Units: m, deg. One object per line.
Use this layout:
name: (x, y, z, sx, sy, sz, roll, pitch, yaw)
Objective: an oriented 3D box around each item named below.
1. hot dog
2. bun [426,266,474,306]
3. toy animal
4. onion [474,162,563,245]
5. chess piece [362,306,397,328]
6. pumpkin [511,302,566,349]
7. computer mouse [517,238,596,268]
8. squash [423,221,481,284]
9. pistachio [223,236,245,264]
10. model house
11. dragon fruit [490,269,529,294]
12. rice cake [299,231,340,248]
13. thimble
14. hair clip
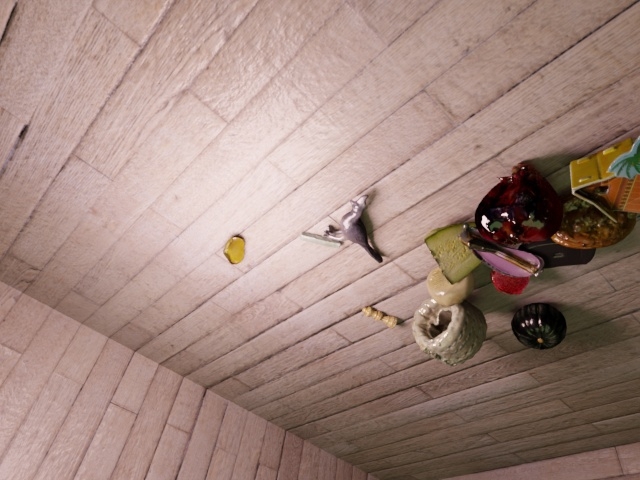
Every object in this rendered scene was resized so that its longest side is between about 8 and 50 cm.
hot dog: (0.915, -0.073, 1.583, 0.271, 0.122, 0.196, -2, 96, 18)
bun: (0.530, 0.175, 1.883, 0.193, 0.179, 0.128, -36, 120, 19)
toy animal: (0.116, -0.030, 1.824, 0.205, 0.081, 0.367, -3, 138, 17)
onion: (0.651, -0.094, 1.567, 0.280, 0.221, 0.281, 12, 114, 29)
chess piece: (0.272, 0.353, 2.195, 0.171, 0.060, 0.060, 26, 134, -11)
pumpkin: (0.927, 0.366, 2.003, 0.220, 0.162, 0.221, 8, 132, 9)
computer mouse: (0.856, 0.029, 1.731, 0.269, 0.086, 0.138, -9, 127, 23)
squash: (0.528, 0.018, 1.744, 0.154, 0.204, 0.237, -8, 125, 45)
pistachio: (-0.371, 0.035, 2.005, 0.089, 0.049, 0.173, -5, 136, -19)
model house: (0.898, -0.241, 1.340, 0.323, 0.301, 0.340, 6, 135, 18)
dragon fruit: (0.731, 0.138, 1.868, 0.152, 0.153, 0.111, 14, 176, -3)
rice cake: (0.000, -0.001, 1.912, 0.170, 0.029, 0.033, 15, 132, -3)
thimble: (0.540, 0.375, 1.991, 0.195, 0.292, 0.291, 31, 132, -20)
hair clip: (0.652, 0.054, 1.717, 0.358, 0.095, 0.110, 24, 92, -16)
